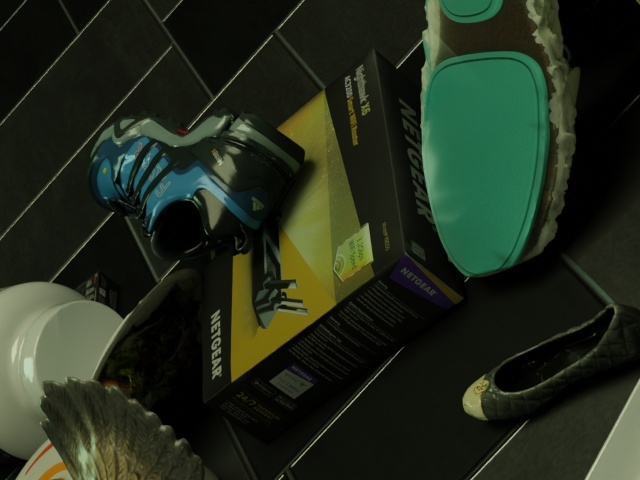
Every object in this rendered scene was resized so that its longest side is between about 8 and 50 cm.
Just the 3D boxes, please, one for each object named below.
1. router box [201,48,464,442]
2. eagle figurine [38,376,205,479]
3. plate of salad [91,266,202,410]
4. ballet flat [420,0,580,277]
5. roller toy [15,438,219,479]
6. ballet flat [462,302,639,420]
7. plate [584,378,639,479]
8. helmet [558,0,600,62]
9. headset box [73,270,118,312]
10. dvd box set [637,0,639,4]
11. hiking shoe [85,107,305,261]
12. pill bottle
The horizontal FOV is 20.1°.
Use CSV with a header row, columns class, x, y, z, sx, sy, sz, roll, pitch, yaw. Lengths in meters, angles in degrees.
class,x,y,z,sx,sy,sz,roll,pitch,yaw
router box,0.000,0.000,1.665,0.243,0.081,0.309,-38,33,23
eagle figurine,-0.130,0.274,1.332,0.225,0.298,0.226,-25,39,37
plate of salad,-0.159,0.118,1.702,0.048,0.200,0.200,29,79,17
ballet flat,0.158,-0.175,1.475,0.147,0.409,0.147,-5,14,1
roller toy,-0.193,0.255,1.588,0.209,0.146,0.191,-31,36,32
ballet flat,0.174,0.089,1.366,0.173,0.049,0.057,-30,35,32
plate,0.257,0.206,1.133,0.278,0.045,0.277,11,66,57
helmet,0.172,-0.246,1.616,0.169,0.161,0.169,-34,35,28
headset box,-0.262,0.082,1.982,0.083,0.032,0.062,-37,33,25
dvd box set,0.207,-0.347,1.422,0.062,0.420,0.308,-30,36,27
hiking shoe,-0.149,-0.046,1.726,0.304,0.113,0.132,-7,53,54
pill bottle,-0.328,0.141,1.861,0.323,0.181,0.182,-11,49,48
